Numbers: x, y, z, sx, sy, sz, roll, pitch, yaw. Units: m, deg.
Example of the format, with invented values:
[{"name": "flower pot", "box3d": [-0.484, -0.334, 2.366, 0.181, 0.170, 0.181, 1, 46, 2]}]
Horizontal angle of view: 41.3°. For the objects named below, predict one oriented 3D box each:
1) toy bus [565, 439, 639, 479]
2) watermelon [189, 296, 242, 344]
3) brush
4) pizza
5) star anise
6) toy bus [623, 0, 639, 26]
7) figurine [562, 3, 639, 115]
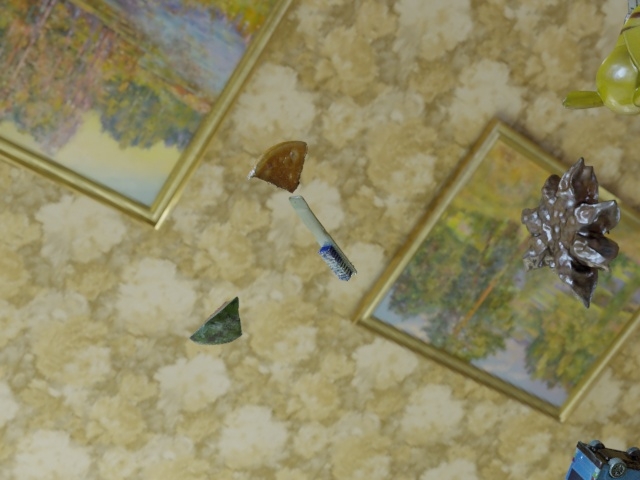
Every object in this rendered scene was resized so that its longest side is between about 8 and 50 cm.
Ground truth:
[{"name": "toy bus", "box3d": [0.561, 0.442, 1.578, 0.185, 0.106, 0.090, 15, -170, -16]}, {"name": "watermelon", "box3d": [-0.263, 0.223, 2.190, 0.101, 0.155, 0.080, 60, 163, -15]}, {"name": "brush", "box3d": [0.000, -0.001, 1.409, 0.033, 0.030, 0.178, -3, 131, 49]}, {"name": "pizza", "box3d": [-0.094, -0.178, 2.098, 0.041, 0.178, 0.131, 22, 151, 55]}, {"name": "star anise", "box3d": [0.519, -0.008, 1.787, 0.108, 0.315, 0.315, 5, -154, -28]}, {"name": "toy bus", "box3d": [0.821, -0.602, 2.043, 0.139, 0.157, 0.289, 28, 176, 28]}, {"name": "figurine", "box3d": [0.694, -0.382, 1.803, 0.169, 0.326, 0.218, 38, 168, -29]}]
